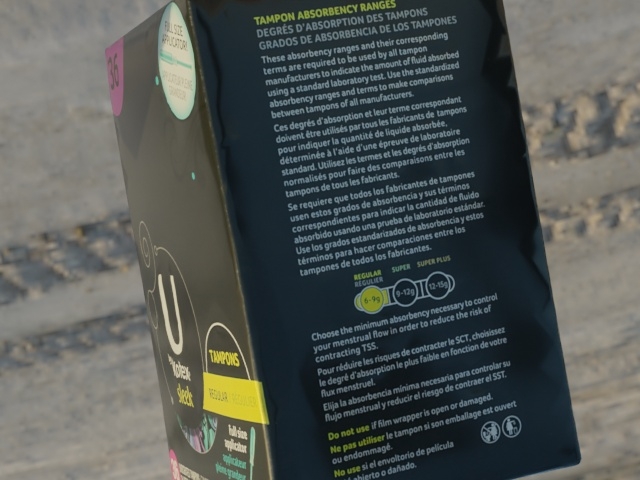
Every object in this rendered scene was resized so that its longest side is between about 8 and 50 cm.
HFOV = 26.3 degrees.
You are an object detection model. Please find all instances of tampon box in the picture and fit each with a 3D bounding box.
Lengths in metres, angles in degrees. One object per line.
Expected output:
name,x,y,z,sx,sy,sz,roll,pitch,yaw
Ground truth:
tampon box,0.000,0.000,0.452,0.102,0.161,0.120,-11,-178,-21
